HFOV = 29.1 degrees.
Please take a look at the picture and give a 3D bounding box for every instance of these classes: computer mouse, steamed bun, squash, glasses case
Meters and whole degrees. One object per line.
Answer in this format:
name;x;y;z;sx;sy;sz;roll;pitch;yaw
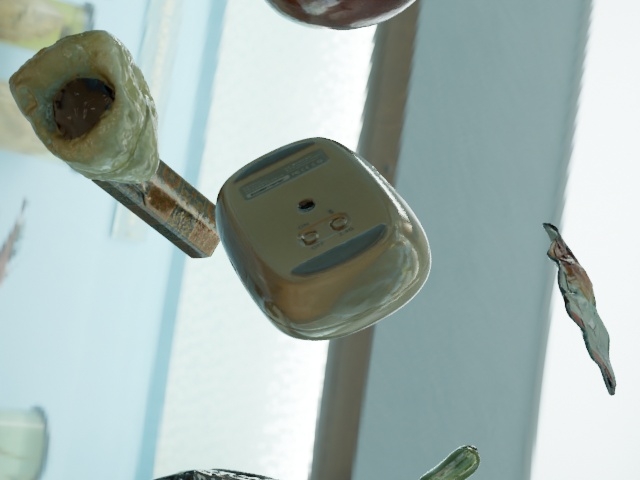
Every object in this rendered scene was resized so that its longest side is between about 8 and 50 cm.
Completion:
computer mouse;0.000;0.000;0.989;0.145;0.082;0.236;-28;-146;-8
steamed bun;-0.248;-0.134;1.407;0.141;0.172;0.155;-34;-119;1
squash;0.197;0.384;1.983;0.052;0.183;0.052;21;-57;34
glasses case;-0.217;-0.059;1.707;0.049;0.218;0.075;-2;-121;38

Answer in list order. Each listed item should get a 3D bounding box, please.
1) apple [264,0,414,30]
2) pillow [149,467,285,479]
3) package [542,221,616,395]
apple;0.033;-0.451;1.641;0.348;0.277;0.348;173;-90;-83
pillow;-0.060;0.292;1.131;0.161;0.335;0.092;-61;-157;23
package;0.347;0.081;1.635;0.040;0.166;0.232;-26;-154;16
